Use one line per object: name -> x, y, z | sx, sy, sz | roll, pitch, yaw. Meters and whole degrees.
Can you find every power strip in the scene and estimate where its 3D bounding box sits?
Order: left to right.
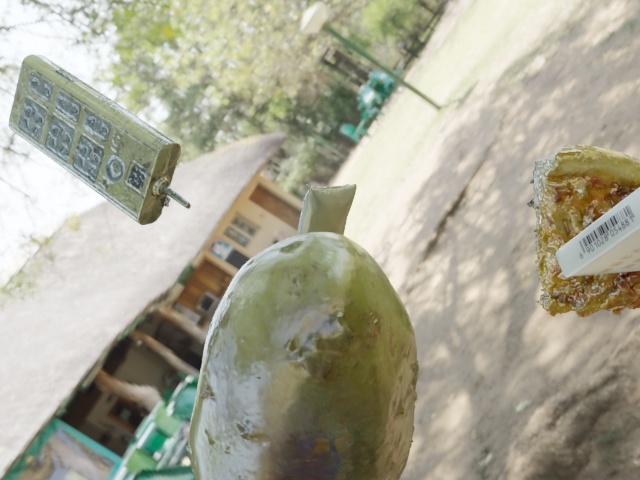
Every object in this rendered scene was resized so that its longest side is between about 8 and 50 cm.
power strip -> -0.226, -0.099, 0.898 | 0.034, 0.268, 0.092 | -14, -48, -56

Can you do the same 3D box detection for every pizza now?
pizza -> 0.374, 0.015, 1.118 | 0.226, 0.335, 0.086 | -51, 27, 3

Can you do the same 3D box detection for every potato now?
potato -> -0.012, 0.135, 0.770 | 0.173, 0.210, 0.307 | -98, 11, -56

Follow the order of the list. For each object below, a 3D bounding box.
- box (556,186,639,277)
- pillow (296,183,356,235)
box -> 0.315, -0.013, 0.710 | 0.122, 0.220, 0.032 | -52, 47, 53
pillow -> 0.000, 0.000, 1.507 | 0.119, 0.053, 0.208 | -15, -57, -47
